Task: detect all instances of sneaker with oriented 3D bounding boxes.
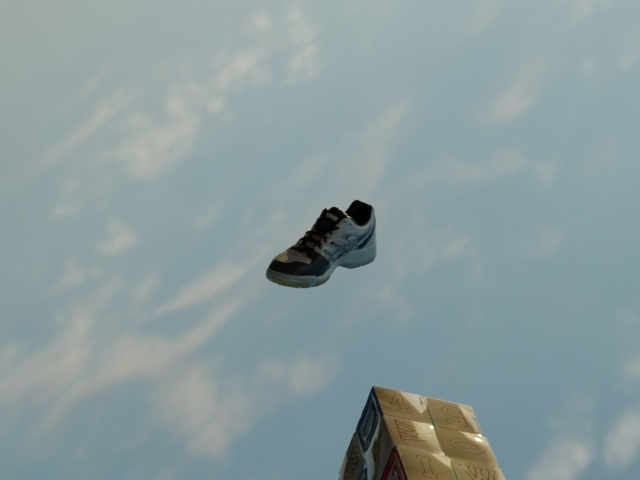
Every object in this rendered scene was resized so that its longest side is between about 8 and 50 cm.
[{"bbox_3d":[0.000,0.000,0.880,0.032,0.037,0.083,21,-152,31],"label":"sneaker"}]

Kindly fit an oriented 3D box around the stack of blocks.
[{"bbox_3d":[0.075,0.256,1.148,0.297,0.087,0.171,-109,-145,-62],"label":"stack of blocks"}]
